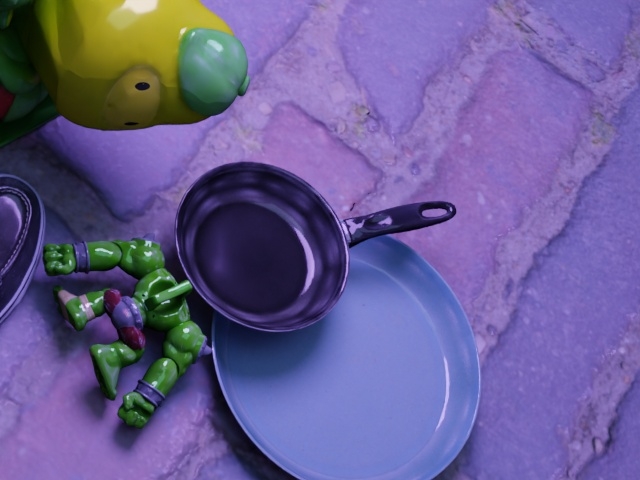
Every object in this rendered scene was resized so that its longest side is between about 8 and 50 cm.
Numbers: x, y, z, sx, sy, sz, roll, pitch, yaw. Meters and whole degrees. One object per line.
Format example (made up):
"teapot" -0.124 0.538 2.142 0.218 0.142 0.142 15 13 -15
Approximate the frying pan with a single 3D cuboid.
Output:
"frying pan" -0.020 -0.022 1.392 0.326 0.053 0.197 -35 83 -36

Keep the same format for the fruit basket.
"fruit basket" -0.269 -0.203 1.225 0.283 0.392 0.392 -36 84 -34

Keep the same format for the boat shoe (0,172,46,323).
"boat shoe" -0.356 0.056 1.203 0.121 0.119 0.335 33 56 -7

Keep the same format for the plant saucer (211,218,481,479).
"plant saucer" 0.026 0.128 1.396 0.318 0.044 0.317 11 61 -21

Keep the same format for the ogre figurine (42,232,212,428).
"ogre figurine" -0.187 0.078 1.289 0.118 0.097 0.197 -25 67 -21
